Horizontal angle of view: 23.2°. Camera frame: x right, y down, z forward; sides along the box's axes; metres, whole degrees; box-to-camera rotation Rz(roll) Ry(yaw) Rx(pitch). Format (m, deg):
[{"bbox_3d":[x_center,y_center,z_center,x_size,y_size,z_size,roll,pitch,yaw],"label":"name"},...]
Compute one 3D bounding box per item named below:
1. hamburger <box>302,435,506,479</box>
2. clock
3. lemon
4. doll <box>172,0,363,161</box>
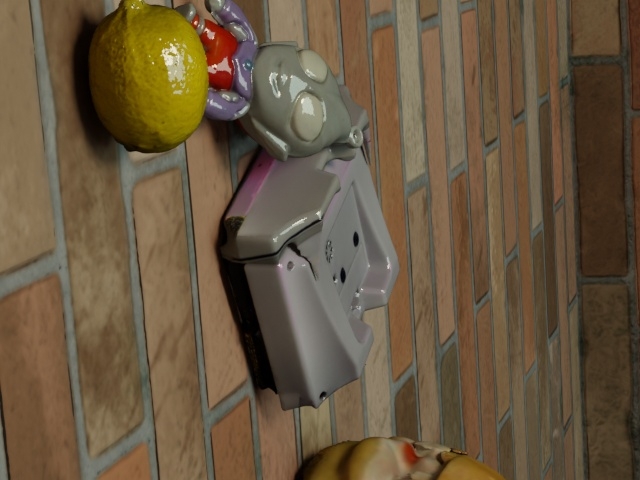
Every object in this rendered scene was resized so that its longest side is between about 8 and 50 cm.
[{"bbox_3d":[0.105,0.312,1.432,0.276,0.236,0.276,2,90,-69],"label":"hamburger"},{"bbox_3d":[0.000,0.000,1.350,0.253,0.083,0.186,-67,151,-49],"label":"clock"},{"bbox_3d":[-0.113,-0.110,1.026,0.082,0.082,0.111,-58,150,-57],"label":"lemon"},{"bbox_3d":[-0.038,-0.117,1.219,0.227,0.075,0.102,29,64,-45],"label":"doll"}]
